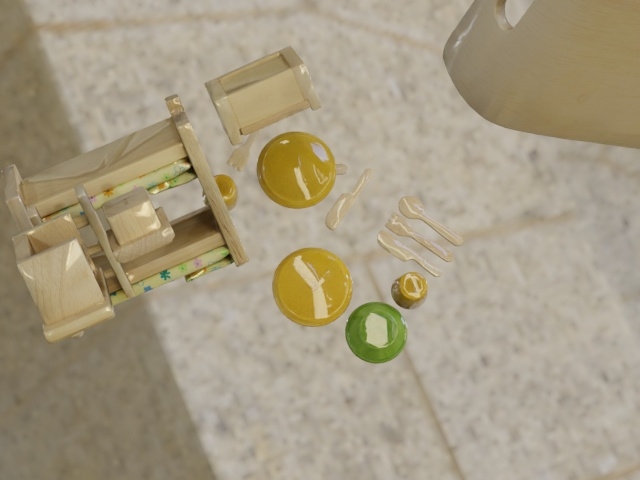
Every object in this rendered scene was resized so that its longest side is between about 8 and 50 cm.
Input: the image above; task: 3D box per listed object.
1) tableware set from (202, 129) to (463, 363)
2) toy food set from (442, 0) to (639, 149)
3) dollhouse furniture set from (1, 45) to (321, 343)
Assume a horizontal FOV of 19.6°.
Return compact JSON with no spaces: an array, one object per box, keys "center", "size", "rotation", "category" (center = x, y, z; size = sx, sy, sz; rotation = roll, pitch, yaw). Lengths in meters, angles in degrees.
[{"center":[0.000,0.000,1.110],"size":[0.104,0.154,0.024],"rotation":[-56,-2,-13],"category":"tableware set"},{"center":[0.258,-0.152,1.198],"size":[0.306,0.092,0.220],"rotation":[7,-31,-20],"category":"toy food set"},{"center":[-0.067,-0.006,1.009],"size":[0.182,0.101,0.161],"rotation":[-23,24,-2],"category":"dollhouse furniture set"}]
